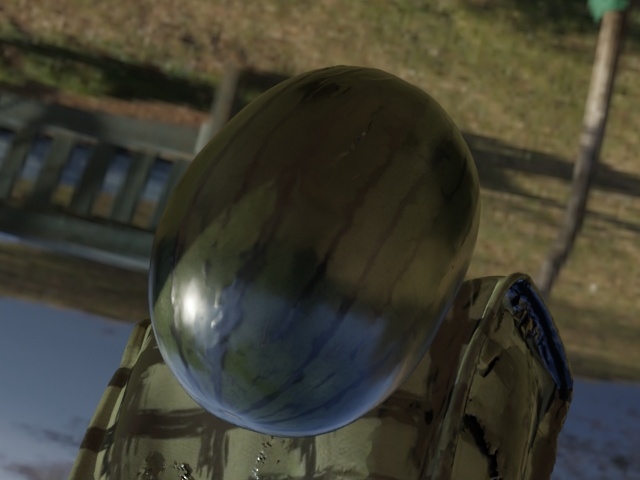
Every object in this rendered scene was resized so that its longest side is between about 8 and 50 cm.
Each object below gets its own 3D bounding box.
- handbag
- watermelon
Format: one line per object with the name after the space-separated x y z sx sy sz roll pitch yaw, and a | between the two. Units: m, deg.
-0.018 0.180 1.043 0.325 0.327 0.162 -8 130 27 | handbag
0.000 0.000 0.398 0.078 0.110 0.078 18 139 17 | watermelon
